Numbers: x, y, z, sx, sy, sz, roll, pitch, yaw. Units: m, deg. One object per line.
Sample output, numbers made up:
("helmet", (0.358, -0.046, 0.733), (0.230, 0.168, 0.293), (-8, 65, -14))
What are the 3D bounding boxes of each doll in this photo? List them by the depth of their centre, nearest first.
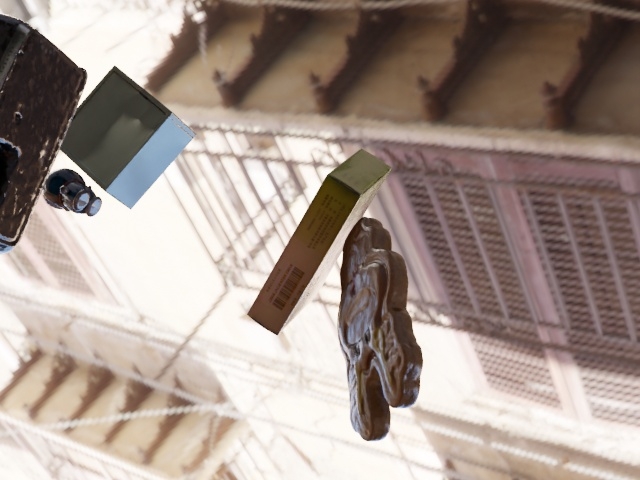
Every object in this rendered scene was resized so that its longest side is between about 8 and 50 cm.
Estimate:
("doll", (-0.492, -0.093, 2.262), (0.152, 0.114, 0.085), (27, -95, 43))

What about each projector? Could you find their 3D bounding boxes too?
("projector", (-0.681, -0.212, 2.054), (0.405, 0.242, 0.395), (15, -101, 24))

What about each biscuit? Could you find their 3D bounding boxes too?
("biscuit", (0.065, 0.104, 1.490), (0.044, 0.186, 0.295), (10, -132, -23))

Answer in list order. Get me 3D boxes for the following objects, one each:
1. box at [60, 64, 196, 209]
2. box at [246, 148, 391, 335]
("box", (-0.438, -0.228, 2.552), (0.225, 0.117, 0.225), (40, -91, 32))
("box", (-0.001, 0.000, 1.707), (0.062, 0.260, 0.175), (34, -156, 6))
